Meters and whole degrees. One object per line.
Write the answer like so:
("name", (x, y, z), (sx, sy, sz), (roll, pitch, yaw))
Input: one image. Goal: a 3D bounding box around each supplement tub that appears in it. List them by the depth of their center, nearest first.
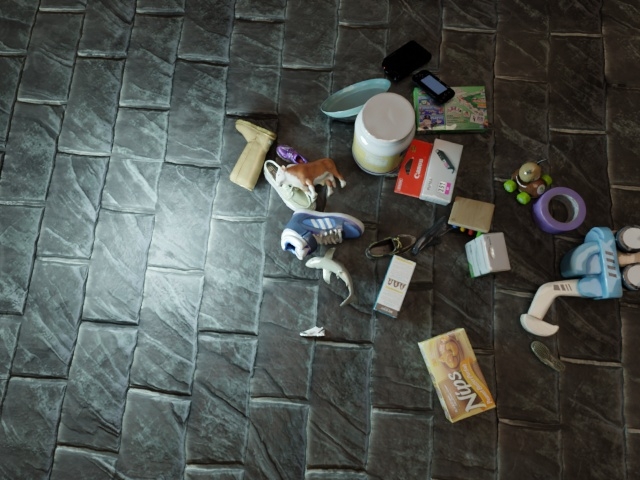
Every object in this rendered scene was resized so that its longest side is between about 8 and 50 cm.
("supplement tub", (0.258, -0.432, 1.705), (0.241, 0.331, 0.241), (0, 79, 1))

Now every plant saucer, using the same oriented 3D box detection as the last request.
("plant saucer", (0.157, -0.617, 1.802), (0.317, 0.317, 0.043), (-28, 123, -4))

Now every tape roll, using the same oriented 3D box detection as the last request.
("tape roll", (1.012, -0.126, 1.754), (0.189, 0.080, 0.189), (0, 78, 2))

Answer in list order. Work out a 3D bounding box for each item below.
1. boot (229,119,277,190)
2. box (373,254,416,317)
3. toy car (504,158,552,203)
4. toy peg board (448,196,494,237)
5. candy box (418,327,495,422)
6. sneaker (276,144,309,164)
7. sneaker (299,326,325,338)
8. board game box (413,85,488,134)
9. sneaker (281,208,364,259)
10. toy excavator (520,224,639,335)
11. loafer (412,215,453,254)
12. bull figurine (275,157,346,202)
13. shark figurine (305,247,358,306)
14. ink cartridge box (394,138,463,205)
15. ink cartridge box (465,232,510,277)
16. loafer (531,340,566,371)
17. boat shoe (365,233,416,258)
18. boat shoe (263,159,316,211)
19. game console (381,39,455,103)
("boot", (-0.339, -0.385, 1.833), (0.236, 0.089, 0.269), (27, 93, 30))
("box", (0.309, 0.192, 1.721), (0.100, 0.060, 0.244), (21, 80, 6))
("toy car", (0.889, -0.270, 1.724), (0.155, 0.188, 0.149), (-38, 70, -5))
("toy peg board", (0.634, -0.090, 1.746), (0.161, 0.079, 0.161), (15, 52, 18))
("candy box", (0.536, 0.529, 1.637), (0.183, 0.087, 0.316), (-19, 80, -2))
("sneaker", (-0.120, -0.379, 1.838), (0.170, 0.071, 0.068), (33, 82, 8))
("sneaker", (-0.034, 0.382, 1.711), (0.109, 0.040, 0.043), (-1, 63, -2))
("board game box", (0.589, -0.591, 1.872), (0.317, 0.046, 0.213), (0, 78, 2))
("sneaker", (0.000, 0.000, 1.695), (0.323, 0.130, 0.236), (12, 54, 12))
("toy excavator", (1.037, 0.164, 1.658), (0.445, 0.222, 0.433), (-3, 79, 15))
("loafer", (0.480, -0.013, 1.747), (0.223, 0.076, 0.078), (-42, 77, -11))
("bull figurine", (-0.039, -0.263, 1.749), (0.310, 0.101, 0.188), (-26, 81, -34))
("shark figurine", (0.087, 0.134, 1.724), (0.278, 0.116, 0.166), (45, 117, 17))
("ink cartridge box", (0.477, -0.316, 1.817), (0.239, 0.060, 0.275), (15, 80, 3))
("ink cartridge box", (0.669, 0.063, 1.661), (0.087, 0.208, 0.153), (-7, 79, 0))
("loafer", (0.910, 0.471, 1.660), (0.056, 0.050, 0.148), (-37, 65, -9))
("boat shoe", (0.305, 0.025, 1.749), (0.228, 0.068, 0.081), (-18, 79, -2))
("boat shoe", (-0.143, -0.229, 1.797), (0.302, 0.094, 0.109), (42, 83, 9))
("game console", (0.466, -0.757, 1.875), (0.213, 0.044, 0.361), (-38, 72, -13))
